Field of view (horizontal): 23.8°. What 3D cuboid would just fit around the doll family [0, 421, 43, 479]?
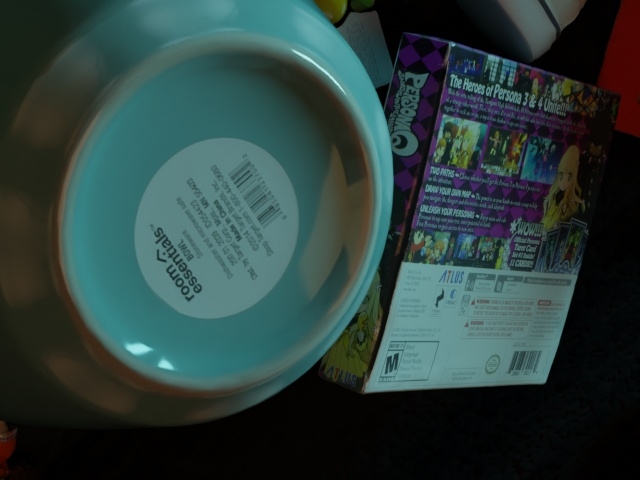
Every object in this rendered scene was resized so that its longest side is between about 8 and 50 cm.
[{"bbox_3d":[-0.257,0.229,0.932,0.163,0.118,0.263,33,95,-31],"label":"doll family"}]

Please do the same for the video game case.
[{"bbox_3d":[0.102,-0.009,0.960,0.232,0.042,0.210,4,102,-54],"label":"video game case"}]

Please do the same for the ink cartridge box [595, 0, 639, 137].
[{"bbox_3d":[0.318,-0.148,0.963,0.060,0.275,0.239,-23,130,-64],"label":"ink cartridge box"}]

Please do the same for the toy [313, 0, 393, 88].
[{"bbox_3d":[-0.078,-0.117,0.906,0.237,0.056,0.137,-25,115,-18],"label":"toy"}]

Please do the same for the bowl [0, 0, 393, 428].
[{"bbox_3d":[-0.085,-0.029,0.789,0.311,0.163,0.311,-8,106,-30],"label":"bowl"}]

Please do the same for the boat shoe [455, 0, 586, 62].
[{"bbox_3d":[0.091,-0.225,0.914,0.088,0.096,0.267,-44,122,-6],"label":"boat shoe"}]
